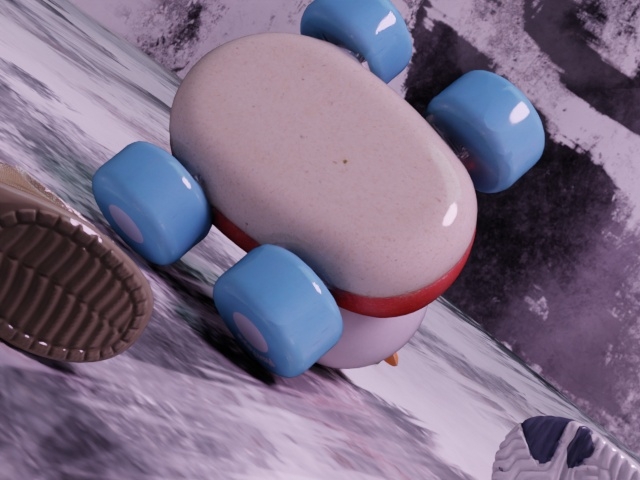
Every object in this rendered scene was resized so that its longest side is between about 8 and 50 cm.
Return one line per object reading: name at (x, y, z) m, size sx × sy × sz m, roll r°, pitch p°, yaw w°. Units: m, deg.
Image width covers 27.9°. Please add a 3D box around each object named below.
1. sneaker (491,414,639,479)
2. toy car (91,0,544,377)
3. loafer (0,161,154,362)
sneaker at (0.196, 0.198, 0.707) m, size 0.235 × 0.094 × 0.153 m, roll 41°, pitch 4°, yaw 29°
toy car at (0.000, 0.000, 0.847) m, size 0.210 × 0.219 × 0.238 m, roll 39°, pitch -25°, yaw 22°
loafer at (-0.124, -0.007, 0.468) m, size 0.148 × 0.056 × 0.050 m, roll 36°, pitch 11°, yaw -28°
